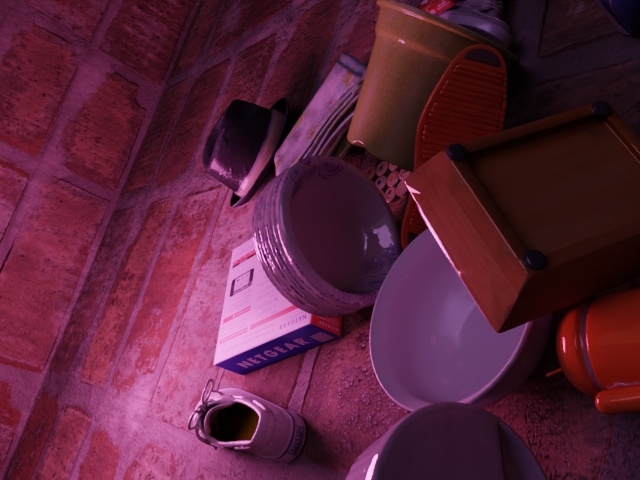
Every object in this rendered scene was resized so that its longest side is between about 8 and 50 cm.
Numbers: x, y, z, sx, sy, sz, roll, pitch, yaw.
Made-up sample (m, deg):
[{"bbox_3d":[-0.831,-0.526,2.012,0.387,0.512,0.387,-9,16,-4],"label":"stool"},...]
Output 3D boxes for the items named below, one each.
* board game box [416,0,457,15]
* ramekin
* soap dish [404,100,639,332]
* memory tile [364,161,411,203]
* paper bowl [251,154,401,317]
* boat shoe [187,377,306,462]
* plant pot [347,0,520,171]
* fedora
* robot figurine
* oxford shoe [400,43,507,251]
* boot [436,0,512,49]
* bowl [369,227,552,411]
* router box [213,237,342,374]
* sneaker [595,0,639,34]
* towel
[{"bbox_3d":[0.295,-0.575,1.400,0.281,0.027,0.145,-58,18,-15],"label":"board game box"},{"bbox_3d":[0.144,0.338,0.797,0.127,0.273,0.273,-42,35,51],"label":"ramekin"},{"bbox_3d":[0.283,-0.043,0.817,0.118,0.291,0.229,98,150,-58],"label":"soap dish"},{"bbox_3d":[0.136,-0.122,1.375,0.148,0.012,0.113,-18,52,48],"label":"memory tile"},{"bbox_3d":[0.000,0.000,1.220,0.148,0.284,0.284,-26,47,44],"label":"paper bowl"},{"bbox_3d":[-0.196,0.358,1.349,0.367,0.156,0.136,-1,66,54],"label":"boat shoe"},{"bbox_3d":[0.177,-0.265,1.224,0.254,0.276,0.276,-65,30,15],"label":"plant pot"},{"bbox_3d":[-0.214,-0.261,1.798,0.334,0.152,0.334,-50,24,33],"label":"fedora"},{"bbox_3d":[0.367,0.116,0.764,0.219,0.128,0.158,-18,67,47],"label":"robot figurine"},{"bbox_3d":[0.207,-0.143,1.118,0.133,0.130,0.363,-79,6,-74],"label":"oxford shoe"},{"bbox_3d":[0.311,-0.443,1.283,0.123,0.095,0.258,-55,27,11],"label":"boot"},{"bbox_3d":[0.219,0.118,0.963,0.298,0.134,0.298,-35,40,37],"label":"bowl"},{"bbox_3d":[-0.087,0.104,1.457,0.335,0.082,0.301,-28,45,42],"label":"router box"},{"bbox_3d":[0.537,-0.445,0.941,0.315,0.127,0.182,-55,30,9],"label":"sneaker"},{"bbox_3d":[0.009,-0.260,1.516,0.320,0.090,0.374,-51,17,14],"label":"towel"}]
